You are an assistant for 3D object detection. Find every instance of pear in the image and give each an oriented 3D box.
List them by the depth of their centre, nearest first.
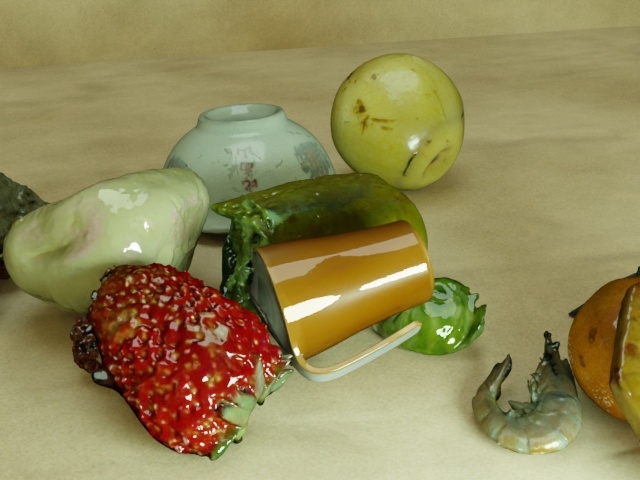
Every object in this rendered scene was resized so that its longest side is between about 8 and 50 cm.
[{"bbox_3d":[0.176,-0.258,2.046,0.309,0.309,0.309,-1,25,1],"label":"pear"}]

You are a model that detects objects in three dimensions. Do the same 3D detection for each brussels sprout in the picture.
[{"bbox_3d":[0.170,0.119,1.465,0.181,0.100,0.139,12,43,14],"label":"brussels sprout"}]

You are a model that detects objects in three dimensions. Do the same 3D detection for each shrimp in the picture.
[{"bbox_3d":[0.283,0.215,1.290,0.145,0.059,0.254,-8,29,9],"label":"shrimp"}]

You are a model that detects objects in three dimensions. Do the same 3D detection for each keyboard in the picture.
[{"bbox_3d":[0.489,0.088,1.567,0.176,0.014,0.055,-23,-5,-38],"label":"keyboard"}]

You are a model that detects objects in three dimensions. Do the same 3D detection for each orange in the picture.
[{"bbox_3d":[0.452,0.155,1.272,0.224,0.170,0.224,6,46,-6],"label":"orange"}]

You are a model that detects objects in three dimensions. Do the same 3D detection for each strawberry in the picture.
[{"bbox_3d":[-0.195,0.134,1.249,0.306,0.138,0.233,38,53,6],"label":"strawberry"}]

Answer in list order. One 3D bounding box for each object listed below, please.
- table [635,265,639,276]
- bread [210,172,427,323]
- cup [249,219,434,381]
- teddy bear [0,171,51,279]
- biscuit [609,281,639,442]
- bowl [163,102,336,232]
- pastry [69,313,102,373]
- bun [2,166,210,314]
[{"bbox_3d":[0.600,0.091,1.516,0.146,0.062,0.175,13,-4,29],"label":"table"},{"bbox_3d":[0.000,0.000,1.616,0.376,0.208,0.251,-10,30,-26],"label":"bread"},{"bbox_3d":[0.034,0.085,1.367,0.264,0.182,0.226,-18,58,-11],"label":"cup"},{"bbox_3d":[-0.697,0.006,1.689,0.367,0.224,0.357,-10,23,20],"label":"teddy bear"},{"bbox_3d":[0.514,0.184,1.135,0.359,0.046,0.359,7,59,-11],"label":"biscuit"},{"bbox_3d":[-0.160,-0.179,1.971,0.434,0.196,0.435,-3,20,1],"label":"bowl"},{"bbox_3d":[-0.273,0.165,1.378,0.208,0.097,0.115,7,21,16],"label":"pastry"},{"bbox_3d":[-0.334,0.016,1.532,0.361,0.213,0.361,-20,-1,0],"label":"bun"}]
